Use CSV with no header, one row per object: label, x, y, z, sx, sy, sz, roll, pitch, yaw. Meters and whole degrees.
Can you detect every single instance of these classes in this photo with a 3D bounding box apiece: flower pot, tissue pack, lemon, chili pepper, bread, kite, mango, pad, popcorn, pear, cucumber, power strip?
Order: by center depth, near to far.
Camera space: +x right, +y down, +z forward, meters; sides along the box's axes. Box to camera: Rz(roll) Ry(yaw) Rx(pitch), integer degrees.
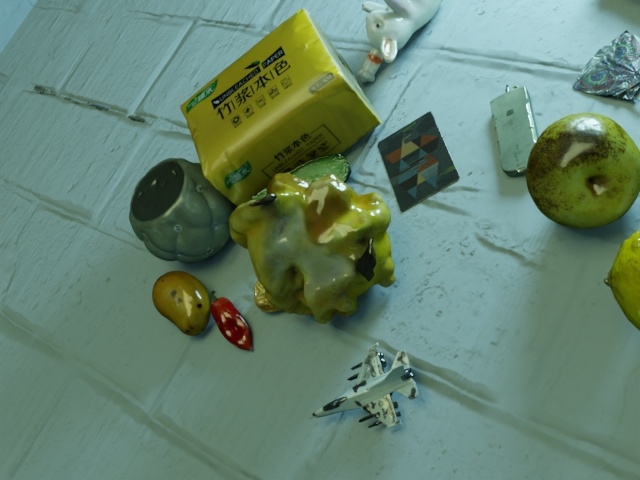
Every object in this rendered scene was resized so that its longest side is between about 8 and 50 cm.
lemon,0.542,0.061,1.268,0.231,0.192,0.192,-6,59,30
pear,0.448,-0.121,1.463,0.197,0.197,0.197,-19,53,26
kite,0.607,-0.294,1.574,0.152,0.015,0.285,-47,46,1
popcorn,0.000,0.000,1.679,0.297,0.281,0.316,-33,87,7
power strip,0.385,-0.220,1.679,0.080,0.029,0.227,-21,52,27
pad,0.203,-0.170,1.798,0.143,0.003,0.211,-30,48,17
bread,-0.092,0.110,1.803,0.110,0.044,0.083,-15,56,25
chili pepper,-0.197,0.171,1.836,0.059,0.050,0.191,-34,53,-9
cucumber,-0.034,-0.103,1.881,0.244,0.063,0.115,-32,86,13
mango,-0.307,0.135,1.914,0.178,0.090,0.115,32,93,41
tissue pack,-0.098,-0.288,1.939,0.382,0.228,0.293,-36,49,14
flower pot,-0.314,-0.066,1.975,0.246,0.195,0.246,-20,51,27

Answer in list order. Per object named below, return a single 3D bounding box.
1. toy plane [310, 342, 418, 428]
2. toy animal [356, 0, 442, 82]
toy plane,0.087,0.278,1.551,0.234,0.082,0.160,-36,56,32
toy animal,0.159,-0.505,1.950,0.282,0.138,0.140,-49,10,-7
